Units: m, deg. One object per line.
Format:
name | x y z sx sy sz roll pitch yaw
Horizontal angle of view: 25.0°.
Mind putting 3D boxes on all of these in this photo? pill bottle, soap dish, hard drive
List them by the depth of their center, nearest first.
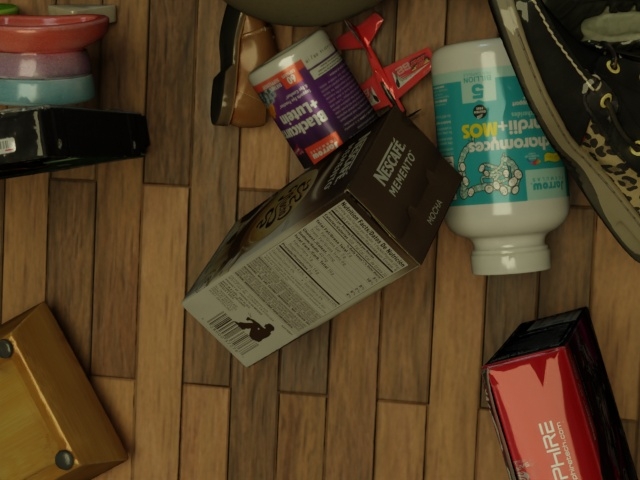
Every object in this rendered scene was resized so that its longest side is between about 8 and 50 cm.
pill bottle | 0.208 -0.095 1.649 0.146 0.146 0.264 -5 93 13
hard drive | -0.362 -0.109 1.676 0.237 0.339 0.064 -8 91 14
pill bottle | 0.009 -0.140 1.697 0.108 0.108 0.193 -31 99 13
soap dish | -0.422 0.244 1.824 0.291 0.118 0.229 -29 87 14

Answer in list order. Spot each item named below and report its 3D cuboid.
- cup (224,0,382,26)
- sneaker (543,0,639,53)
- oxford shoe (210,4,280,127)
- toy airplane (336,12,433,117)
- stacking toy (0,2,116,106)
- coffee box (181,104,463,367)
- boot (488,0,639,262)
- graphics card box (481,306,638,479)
cup | -0.042 -0.406 1.549 0.331 0.237 0.331 1 93 12
sneaker | 0.439 -0.315 1.589 0.411 0.158 0.182 -2 60 -2
oxford shoe | -0.082 -0.240 1.754 0.076 0.076 0.212 7 93 -18
toy airplane | 0.067 -0.205 1.732 0.151 0.028 0.151 6 106 24
stacking toy | -0.393 -0.206 1.722 0.309 0.279 0.130 3 105 9
coffee box | 0.000 0.000 1.619 0.119 0.168 0.297 45 131 -13
boot | 0.364 -0.176 1.494 0.284 0.138 0.377 -29 115 16
graphics card box | 0.265 0.208 1.541 0.094 0.371 0.232 -17 89 13
